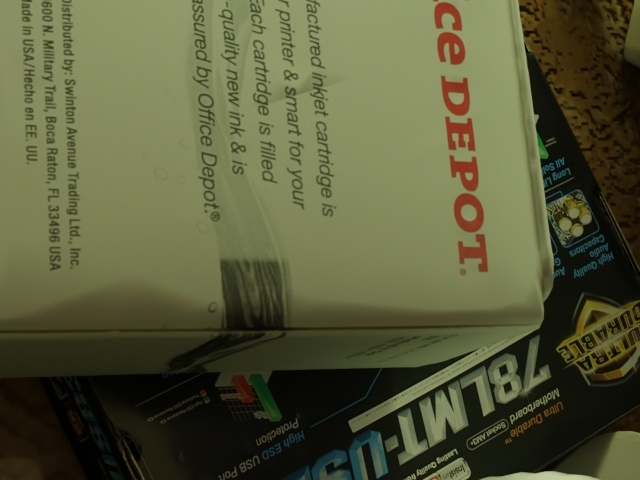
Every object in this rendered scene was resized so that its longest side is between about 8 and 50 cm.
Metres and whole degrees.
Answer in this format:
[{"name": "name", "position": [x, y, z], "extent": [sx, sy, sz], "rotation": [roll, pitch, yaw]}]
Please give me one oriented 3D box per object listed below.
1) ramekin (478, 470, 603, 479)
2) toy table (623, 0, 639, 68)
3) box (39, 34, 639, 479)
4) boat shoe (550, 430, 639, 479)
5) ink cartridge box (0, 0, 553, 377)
[{"name": "ramekin", "position": [0.088, 0.214, 0.535], "extent": [0.127, 0.273, 0.273], "rotation": [32, 62, -38]}, {"name": "toy table", "position": [0.251, -0.234, 0.823], "extent": [0.274, 0.161, 0.252], "rotation": [35, 63, -14]}, {"name": "box", "position": [0.000, 0.000, 0.684], "extent": [0.295, 0.073, 0.293], "rotation": [-26, 89, -28]}, {"name": "boat shoe", "position": [0.152, 0.273, 0.666], "extent": [0.158, 0.127, 0.340], "rotation": [30, 64, -32]}, {"name": "ink cartridge box", "position": [-0.071, -0.054, 0.559], "extent": [0.289, 0.121, 0.211], "rotation": [2, 75, -23]}]
